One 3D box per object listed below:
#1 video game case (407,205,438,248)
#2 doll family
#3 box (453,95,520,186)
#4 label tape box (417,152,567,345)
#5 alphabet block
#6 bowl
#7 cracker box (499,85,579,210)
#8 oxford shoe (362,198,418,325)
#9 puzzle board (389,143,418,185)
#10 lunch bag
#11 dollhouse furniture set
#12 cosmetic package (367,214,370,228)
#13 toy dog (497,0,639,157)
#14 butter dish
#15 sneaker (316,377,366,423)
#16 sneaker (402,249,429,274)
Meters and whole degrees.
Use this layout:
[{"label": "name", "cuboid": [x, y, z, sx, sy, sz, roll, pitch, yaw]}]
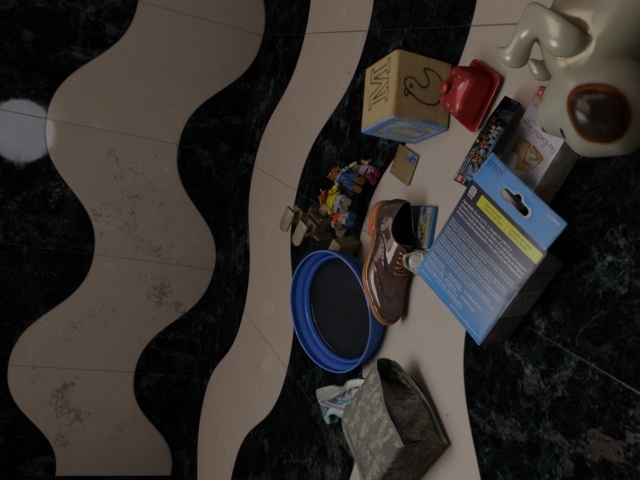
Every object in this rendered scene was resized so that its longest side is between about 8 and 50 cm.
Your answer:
[{"label": "video game case", "cuboid": [0.278, -0.040, 1.936, 0.166, 0.015, 0.119, -172, 91, -66]}, {"label": "doll family", "cuboid": [0.073, -0.176, 2.234, 0.263, 0.118, 0.163, -60, 32, -1]}, {"label": "box", "cuboid": [0.386, -0.231, 1.556, 0.233, 0.044, 0.159, -46, -16, -56]}, {"label": "label tape box", "cuboid": [0.390, 0.020, 1.481, 0.249, 0.115, 0.347, 54, 130, 37]}, {"label": "alphabet block", "cuboid": [0.243, -0.404, 1.927, 0.193, 0.192, 0.197, -10, 74, 63]}, {"label": "bowl", "cuboid": [0.050, 0.221, 2.138, 0.391, 0.077, 0.391, 11, 104, 49]}, {"label": "cracker box", "cuboid": [0.482, -0.196, 1.468, 0.155, 0.067, 0.232, -114, 39, -51]}, {"label": "oxford shoe", "cuboid": [0.205, 0.060, 1.911, 0.133, 0.130, 0.363, -7, 83, 60]}, {"label": "puzzle board", "cuboid": [0.256, -0.231, 2.056, 0.128, 0.011, 0.096, 51, 127, 58]}, {"label": "lunch bag", "cuboid": [0.178, 0.485, 1.793, 0.235, 0.169, 0.287, -64, 34, 34]}, {"label": "dollhouse furniture set", "cuboid": [0.000, 0.000, 2.317, 0.242, 0.212, 0.161, 47, 129, 30]}, {"label": "cosmetic package", "cuboid": [0.195, -0.067, 2.076, 0.115, 0.060, 0.041, 146, 127, -61]}, {"label": "toy dog", "cuboid": [0.533, -0.352, 1.224, 0.395, 0.285, 0.407, 13, 93, 30]}, {"label": "butter dish", "cuboid": [0.361, -0.384, 1.739, 0.160, 0.118, 0.160, -116, 41, -53]}, {"label": "sneaker", "cuboid": [0.107, 0.479, 2.005, 0.283, 0.110, 0.122, -29, 62, 44]}, {"label": "sneaker", "cuboid": [0.290, 0.066, 1.745, 0.232, 0.115, 0.090, 173, 104, -65]}]
